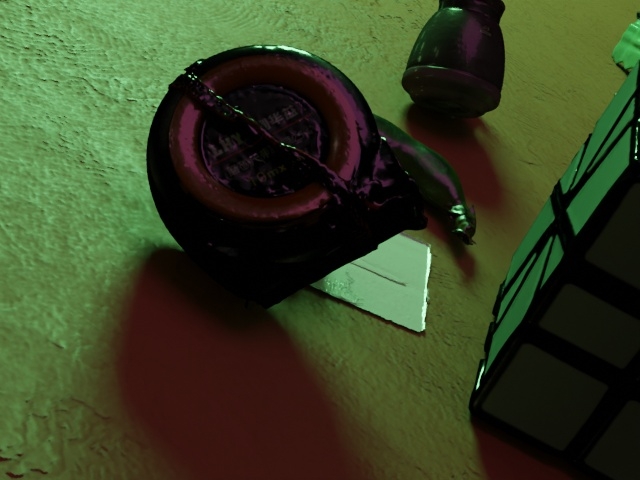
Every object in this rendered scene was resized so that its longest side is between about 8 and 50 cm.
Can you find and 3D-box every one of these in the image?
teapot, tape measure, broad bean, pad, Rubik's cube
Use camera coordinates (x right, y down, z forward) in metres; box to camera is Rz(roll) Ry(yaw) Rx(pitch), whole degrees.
[{"bbox_3d":[0.174,-0.218,1.602,0.148,0.146,0.116,21,-11,-40],"label":"teapot"},{"bbox_3d":[-0.043,-0.059,1.179,0.202,0.135,0.223,-30,72,-13],"label":"tape measure"},{"bbox_3d":[0.036,-0.092,1.415,0.292,0.049,0.144,25,33,-7],"label":"broad bean"},{"bbox_3d":[0.000,0.000,1.298,0.232,0.004,0.156,23,32,-8],"label":"pad"},{"bbox_3d":[0.329,0.048,1.220,0.283,0.293,0.288,26,33,0],"label":"Rubik's cube"}]

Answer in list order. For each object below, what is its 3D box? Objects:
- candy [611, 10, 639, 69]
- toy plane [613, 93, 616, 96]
[{"bbox_3d":[0.653,-0.214,1.971,0.398,0.172,0.263,20,19,-23],"label":"candy"},{"bbox_3d":[0.431,-0.119,1.754,0.130,0.061,0.189,-7,42,-42],"label":"toy plane"}]
